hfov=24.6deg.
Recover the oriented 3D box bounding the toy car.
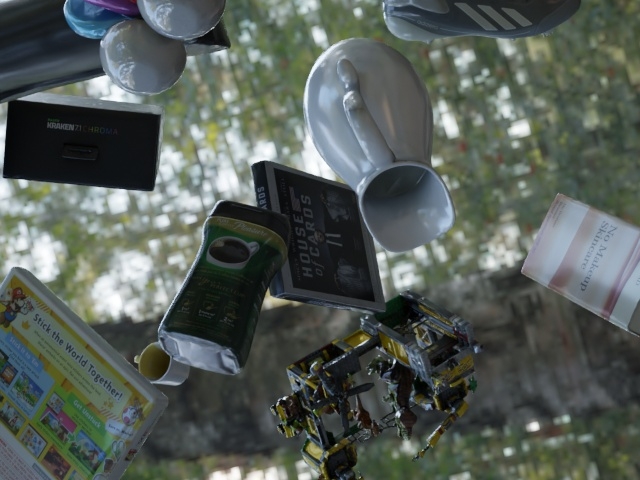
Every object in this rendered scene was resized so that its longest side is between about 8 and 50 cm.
[{"bbox_3d":[-0.157,-0.229,1.263,0.136,0.182,0.159,23,-134,-19],"label":"toy car"}]

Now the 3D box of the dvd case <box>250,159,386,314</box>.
[{"bbox_3d":[0.000,0.000,1.932,0.238,0.029,0.179,14,-118,-55],"label":"dvd case"}]

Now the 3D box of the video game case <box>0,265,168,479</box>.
[{"bbox_3d":[-0.273,0.170,1.400,0.227,0.206,0.026,38,-170,30],"label":"video game case"}]

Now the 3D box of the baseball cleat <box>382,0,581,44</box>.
[{"bbox_3d":[0.166,-0.254,1.508,0.109,0.205,0.072,76,-175,-54],"label":"baseball cleat"}]

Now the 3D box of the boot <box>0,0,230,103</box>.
[{"bbox_3d":[-0.351,-0.207,1.557,0.367,0.445,0.146,-37,-63,-76],"label":"boot"}]

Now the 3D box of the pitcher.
[{"bbox_3d":[0.047,-0.117,1.414,0.178,0.125,0.207,62,-173,-48],"label":"pitcher"}]

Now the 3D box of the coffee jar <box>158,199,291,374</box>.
[{"bbox_3d":[-0.098,0.045,1.565,0.079,0.096,0.184,83,-155,-57],"label":"coffee jar"}]

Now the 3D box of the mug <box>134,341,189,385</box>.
[{"bbox_3d":[-0.234,0.185,2.212,0.078,0.062,0.064,47,-169,36],"label":"mug"}]

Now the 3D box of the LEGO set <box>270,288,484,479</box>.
[{"bbox_3d":[0.115,0.237,2.185,0.192,0.331,0.255,29,134,54],"label":"LEGO set"}]

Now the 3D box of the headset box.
[{"bbox_3d":[-0.386,-0.166,2.432,0.283,0.246,0.131,-126,42,-80],"label":"headset box"}]

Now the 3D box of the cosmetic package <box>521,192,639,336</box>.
[{"bbox_3d":[0.454,0.046,2.231,0.129,0.153,0.296,23,-176,-29],"label":"cosmetic package"}]
